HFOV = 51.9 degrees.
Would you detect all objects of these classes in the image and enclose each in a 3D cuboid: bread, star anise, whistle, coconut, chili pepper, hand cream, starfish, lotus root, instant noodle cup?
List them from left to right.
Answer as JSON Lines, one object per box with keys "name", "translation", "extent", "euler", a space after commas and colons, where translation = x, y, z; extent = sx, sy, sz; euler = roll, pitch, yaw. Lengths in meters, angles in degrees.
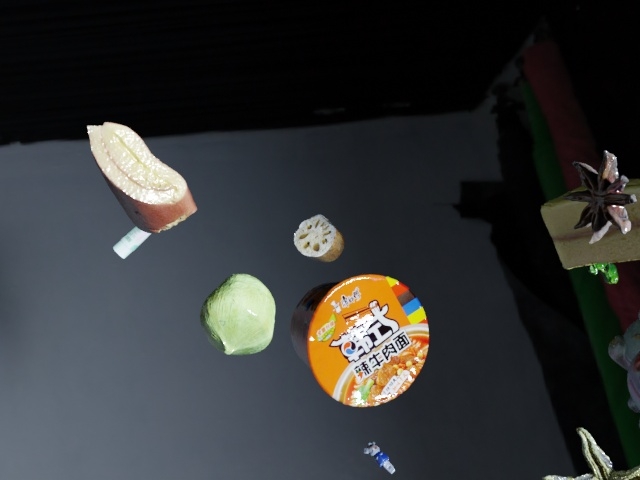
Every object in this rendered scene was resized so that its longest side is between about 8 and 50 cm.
{"name": "hand cream", "translation": [-0.499, -0.024, 1.831], "extent": [0.076, 0.174, 0.047], "euler": [37, -11, 47]}
{"name": "bread", "translation": [-0.222, -0.062, 0.840], "extent": [0.067, 0.119, 0.192], "euler": [-50, 154, -21]}
{"name": "coconut", "translation": [-0.091, 0.086, 0.727], "extent": [0.096, 0.087, 0.088], "euler": [-76, 167, -48]}
{"name": "lotus root", "translation": [-0.002, 0.002, 1.745], "extent": [0.122, 0.112, 0.081], "euler": [45, 0, 33]}
{"name": "instant noodle cup", "translation": [0.062, 0.185, 1.305], "extent": [0.192, 0.250, 0.250], "euler": [-178, -98, -71]}
{"name": "whistle", "translation": [0.131, 0.481, 1.448], "extent": [0.083, 0.033, 0.029], "euler": [40, -17, 34]}
{"name": "chili pepper", "translation": [0.860, 0.085, 2.009], "extent": [0.050, 0.182, 0.073], "euler": [-5, -106, 46]}
{"name": "star anise", "translation": [0.416, -0.061, 0.970], "extent": [0.141, 0.042, 0.141], "euler": [177, -90, -70]}
{"name": "bread", "translation": [0.591, -0.029, 1.350], "extent": [0.264, 0.163, 0.168], "euler": [-112, 176, -85]}
{"name": "starfish", "translation": [0.479, 0.394, 1.064], "extent": [0.208, 0.176, 0.053], "euler": [48, 31, 5]}

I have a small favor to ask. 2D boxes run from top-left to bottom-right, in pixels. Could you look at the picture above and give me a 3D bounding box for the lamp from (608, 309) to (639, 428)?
{"name": "lamp", "translation": [0.807, 0.305, 1.492], "extent": [0.247, 0.247, 0.301], "euler": [-53, -176, 21]}
